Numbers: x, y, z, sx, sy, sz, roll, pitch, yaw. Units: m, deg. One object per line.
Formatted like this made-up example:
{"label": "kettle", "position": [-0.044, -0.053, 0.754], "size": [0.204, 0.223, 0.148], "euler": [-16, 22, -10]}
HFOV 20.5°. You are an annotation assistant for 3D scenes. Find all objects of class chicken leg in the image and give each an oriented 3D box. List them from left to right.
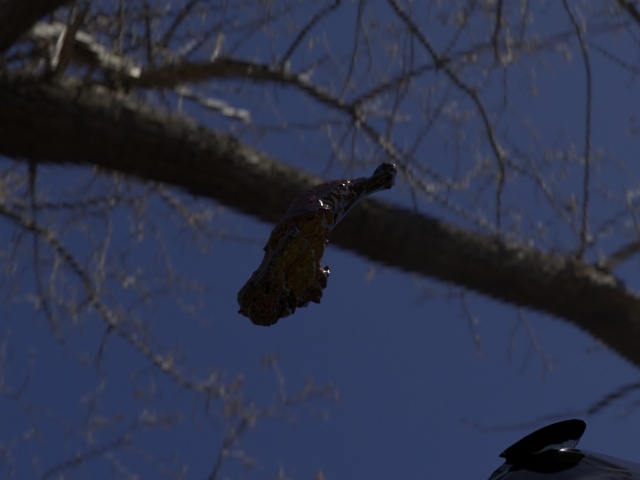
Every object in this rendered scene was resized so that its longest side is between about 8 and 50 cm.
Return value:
{"label": "chicken leg", "position": [-0.003, -0.003, 1.178], "size": [0.062, 0.037, 0.145], "euler": [40, -102, -30]}

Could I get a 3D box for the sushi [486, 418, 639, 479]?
{"label": "sushi", "position": [0.160, 0.240, 0.710], "size": [0.285, 0.328, 0.328], "euler": [-9, -24, -40]}
